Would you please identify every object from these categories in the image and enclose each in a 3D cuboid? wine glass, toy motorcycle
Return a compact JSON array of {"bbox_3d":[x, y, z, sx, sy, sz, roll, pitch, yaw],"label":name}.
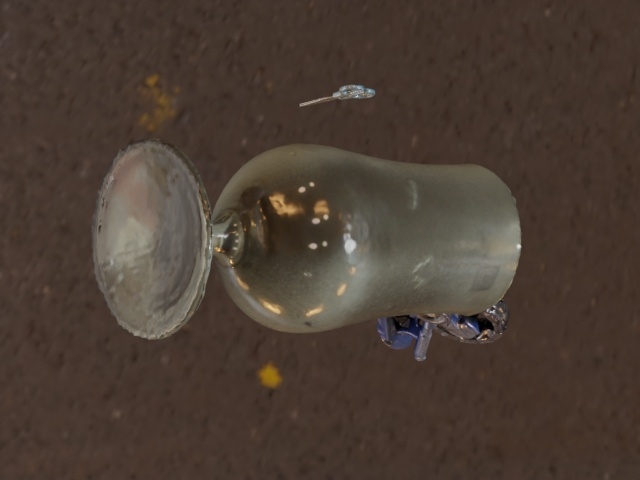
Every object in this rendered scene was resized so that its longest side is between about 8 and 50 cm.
[{"bbox_3d":[0.000,0.000,0.981,0.231,0.103,0.103,2,138,-41],"label":"wine glass"},{"bbox_3d":[0.042,0.015,1.242,0.114,0.076,0.205,-5,145,39],"label":"toy motorcycle"}]

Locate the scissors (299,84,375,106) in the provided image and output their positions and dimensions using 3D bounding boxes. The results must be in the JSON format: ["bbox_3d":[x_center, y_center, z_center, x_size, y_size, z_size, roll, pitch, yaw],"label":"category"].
[{"bbox_3d":[0.011,-0.128,1.638,0.083,0.006,0.036,-10,166,42],"label":"scissors"}]
